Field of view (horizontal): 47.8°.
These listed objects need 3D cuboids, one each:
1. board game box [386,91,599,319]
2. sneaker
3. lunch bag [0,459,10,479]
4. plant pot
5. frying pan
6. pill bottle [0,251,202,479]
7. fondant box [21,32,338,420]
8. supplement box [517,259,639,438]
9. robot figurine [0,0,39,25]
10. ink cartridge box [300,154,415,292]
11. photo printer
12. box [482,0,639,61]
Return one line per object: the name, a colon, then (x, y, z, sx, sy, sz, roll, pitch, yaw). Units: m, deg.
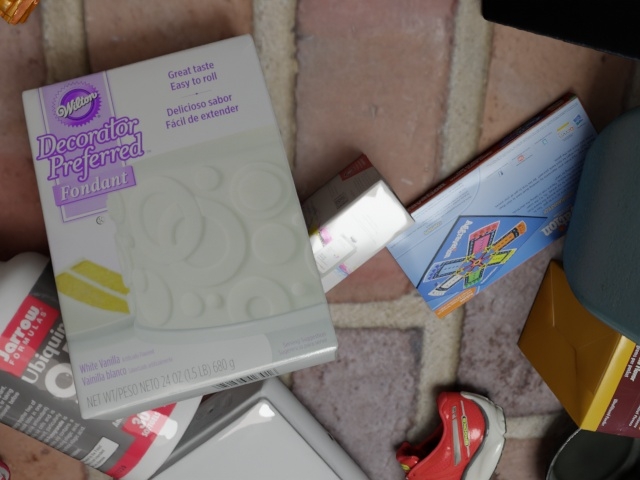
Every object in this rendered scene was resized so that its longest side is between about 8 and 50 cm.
board game box: (0.221, -0.037, 0.877, 0.281, 0.027, 0.145, -35, 109, 6)
sneaker: (0.154, 0.324, 0.980, 0.118, 0.107, 0.279, 20, 104, 6)
lunch bag: (-0.505, 0.338, 0.789, 0.258, 0.293, 0.120, -18, 116, -1)
plant pot: (0.398, -0.015, 0.753, 0.248, 0.252, 0.247, 9, 98, -19)
frying pan: (0.452, 0.284, 1.008, 0.326, 0.053, 0.197, -20, 117, -10)
pill bottle: (-0.297, 0.122, 0.794, 0.318, 0.176, 0.176, 33, 103, -17)
fondant box: (-0.139, -0.014, 0.715, 0.238, 0.096, 0.330, -15, 75, -3)
supplement box: (0.380, 0.135, 0.870, 0.194, 0.191, 0.129, 12, 109, -11)
robot figurine: (-0.359, -0.353, 0.662, 0.291, 0.085, 0.211, 39, 100, -18)
ink cartridge box: (0.000, 0.000, 0.818, 0.198, 0.115, 0.067, -38, 110, 8)
photo printer: (-0.074, 0.342, 0.938, 0.256, 0.107, 0.307, -35, 110, 7)
box: (0.427, -0.308, 0.561, 0.471, 0.480, 0.297, -6, 112, -4)
